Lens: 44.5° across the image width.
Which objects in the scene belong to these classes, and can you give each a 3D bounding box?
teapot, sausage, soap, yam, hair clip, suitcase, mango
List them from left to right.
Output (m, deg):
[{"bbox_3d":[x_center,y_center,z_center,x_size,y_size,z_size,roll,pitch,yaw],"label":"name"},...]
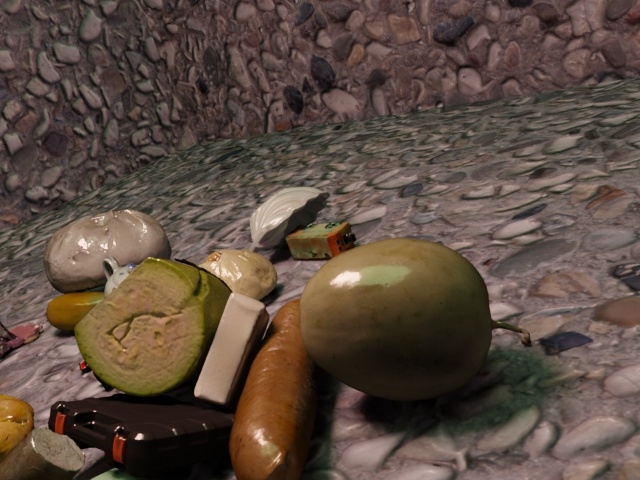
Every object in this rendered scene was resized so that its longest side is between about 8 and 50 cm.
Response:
[{"bbox_3d":[-0.467,0.389,1.132,0.259,0.106,0.106,-46,21,-3],"label":"yam"},{"bbox_3d":[-0.808,0.247,2.032,0.187,0.056,0.146,12,32,41],"label":"hair clip"},{"bbox_3d":[-0.597,0.174,1.966,0.194,0.092,0.130,-8,9,31],"label":"mango"},{"bbox_3d":[-0.447,0.115,1.868,0.159,0.159,0.232,-29,44,-35],"label":"teapot"},{"bbox_3d":[-0.279,0.299,1.243,0.285,0.066,0.206,2,0,45],"label":"suitcase"},{"bbox_3d":[-0.145,0.192,1.326,0.063,0.183,0.121,17,-17,8],"label":"soap"},{"bbox_3d":[-0.058,0.240,1.228,0.136,0.123,0.501,-48,9,20],"label":"sausage"}]

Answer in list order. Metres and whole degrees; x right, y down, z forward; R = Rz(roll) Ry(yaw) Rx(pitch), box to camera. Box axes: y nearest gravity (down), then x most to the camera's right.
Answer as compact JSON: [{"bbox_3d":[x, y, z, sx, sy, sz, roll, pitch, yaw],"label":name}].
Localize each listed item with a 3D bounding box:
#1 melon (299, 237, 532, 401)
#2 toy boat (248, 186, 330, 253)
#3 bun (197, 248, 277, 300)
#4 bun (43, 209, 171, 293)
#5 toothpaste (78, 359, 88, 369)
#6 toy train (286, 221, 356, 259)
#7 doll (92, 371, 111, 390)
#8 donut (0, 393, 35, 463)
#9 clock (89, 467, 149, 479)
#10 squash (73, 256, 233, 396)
[{"bbox_3d":[0.122,0.119,1.204,0.308,0.272,0.272,16,10,-16],"label":"melon"},{"bbox_3d":[-0.095,-0.065,2.084,0.290,0.100,0.199,-36,-17,-48],"label":"toy boat"},{"bbox_3d":[-0.217,0.087,1.823,0.220,0.134,0.220,-19,18,6],"label":"bun"},{"bbox_3d":[-0.570,0.021,2.100,0.354,0.194,0.354,-15,4,1],"label":"bun"},{"bbox_3d":[-0.450,0.235,1.749,0.193,0.045,0.071,-29,12,-17],"label":"toothpaste"},{"bbox_3d":[0.000,0.000,1.992,0.188,0.072,0.099,-2,22,39],"label":"toy train"},{"bbox_3d":[-0.379,0.236,1.633,0.195,0.070,0.096,-35,40,-28],"label":"doll"},{"bbox_3d":[-0.581,0.365,1.321,0.208,0.128,0.261,-17,18,-4],"label":"donut"},{"bbox_3d":[-0.324,0.401,1.082,0.211,0.066,0.159,-25,18,-23],"label":"clock"},{"bbox_3d":[-0.256,0.158,1.433,0.233,0.210,0.309,-44,-5,7],"label":"squash"}]
